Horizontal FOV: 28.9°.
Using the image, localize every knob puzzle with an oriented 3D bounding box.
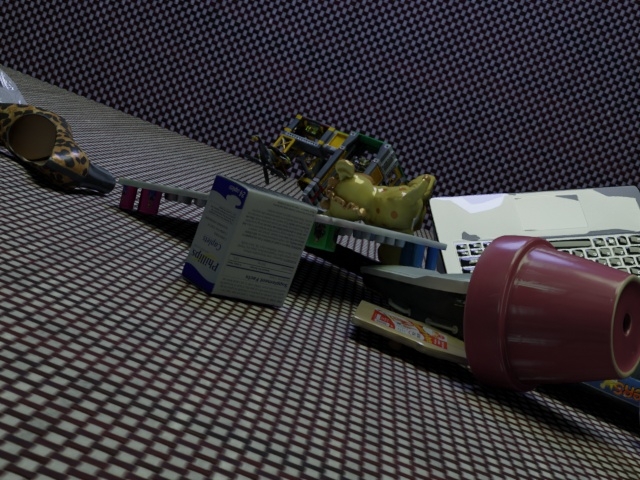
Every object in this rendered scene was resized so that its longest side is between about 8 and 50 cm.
[{"bbox_3d":[0.134,0.136,1.633,0.213,0.030,0.213,21,5,-2],"label":"knob puzzle"}]

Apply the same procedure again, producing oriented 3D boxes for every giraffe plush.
[{"bbox_3d":[0.090,-0.057,2.149,0.170,0.181,0.210,19,-3,8],"label":"giraffe plush"}]

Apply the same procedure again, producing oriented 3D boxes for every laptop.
[{"bbox_3d":[0.405,0.002,1.971,0.381,0.236,0.408,-3,50,-7],"label":"laptop"}]

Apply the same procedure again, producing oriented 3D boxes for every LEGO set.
[{"bbox_3d":[0.016,-0.084,2.360,0.331,0.192,0.255,28,-22,28],"label":"LEGO set"}]

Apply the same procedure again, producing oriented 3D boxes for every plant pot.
[{"bbox_3d":[0.302,0.098,1.554,0.180,0.201,0.201,5,-4,35],"label":"plant pot"}]

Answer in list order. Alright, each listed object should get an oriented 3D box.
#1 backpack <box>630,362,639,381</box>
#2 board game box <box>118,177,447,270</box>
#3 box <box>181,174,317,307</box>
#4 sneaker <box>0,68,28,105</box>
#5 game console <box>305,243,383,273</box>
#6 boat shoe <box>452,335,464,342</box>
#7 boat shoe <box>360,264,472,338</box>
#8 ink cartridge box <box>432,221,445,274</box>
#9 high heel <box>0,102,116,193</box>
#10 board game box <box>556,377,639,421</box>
[{"bbox_3d":[0.464,0.178,1.985,0.152,0.115,0.182,28,11,29],"label":"backpack"},{"bbox_3d":[-0.056,-0.023,1.947,0.389,0.050,0.390,12,0,32],"label":"board game box"},{"bbox_3d":[-0.088,0.002,1.543,0.126,0.137,0.072,15,8,-46],"label":"box"},{"bbox_3d":[-0.609,-0.244,2.101,0.269,0.153,0.101,55,16,-15],"label":"sneaker"},{"bbox_3d":[0.000,0.000,2.302,0.361,0.044,0.213,25,7,25],"label":"game console"},{"bbox_3d":[0.218,0.133,1.832,0.049,0.056,0.152,-24,28,-32],"label":"boat shoe"},{"bbox_3d":[0.147,0.087,1.826,0.114,0.091,0.302,1,3,-23],"label":"boat shoe"},{"bbox_3d":[0.421,0.017,2.314,0.384,0.160,0.279,-2,1,-5],"label":"ink cartridge box"},{"bbox_3d":[-0.449,-0.160,1.915,0.261,0.093,0.186,32,2,14],"label":"high heel"},{"bbox_3d":[0.406,0.208,1.736,0.201,0.035,0.136,23,-9,17],"label":"board game box"}]
